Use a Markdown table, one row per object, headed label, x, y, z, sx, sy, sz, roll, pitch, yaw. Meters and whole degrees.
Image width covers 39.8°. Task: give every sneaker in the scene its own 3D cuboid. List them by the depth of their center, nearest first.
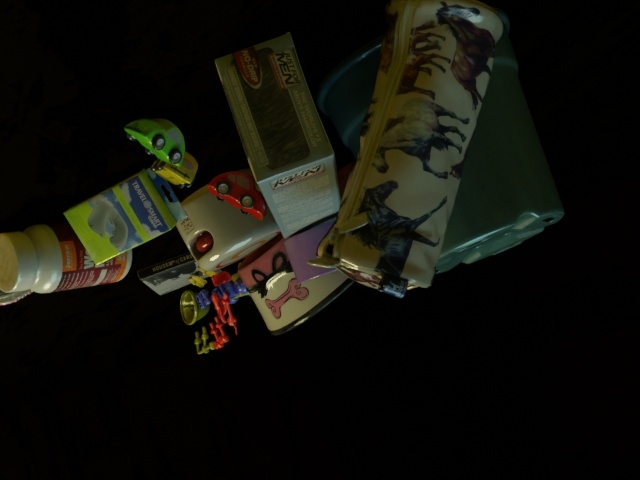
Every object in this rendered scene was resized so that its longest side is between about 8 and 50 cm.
| label | x | y | z | sx | sy | sz | roll | pitch | yaw |
| --- | --- | --- | --- | --- | --- | --- | --- | --- | --- |
| sneaker | -0.551 | 0.055 | 1.650 | 0.063 | 0.074 | 0.170 | 2 | -155 | 34 |

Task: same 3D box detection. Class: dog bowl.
| label | x | y | z | sx | sy | sz | roll | pitch | yaw |
| --- | --- | --- | --- | --- | --- | --- | --- | --- | --- |
| dog bowl | 0.000 | 0.000 | 1.809 | 0.408 | 0.150 | 0.408 | -41 | -172 | 7 |

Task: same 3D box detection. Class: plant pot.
| label | x | y | z | sx | sy | sz | roll | pitch | yaw |
| --- | --- | --- | --- | --- | --- | --- | --- | --- | --- |
| plant pot | 0.209 | -0.141 | 1.421 | 0.341 | 0.334 | 0.341 | -21 | 168 | -5 |

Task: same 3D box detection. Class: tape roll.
| label | x | y | z | sx | sy | sz | roll | pitch | yaw |
| --- | --- | --- | --- | --- | --- | --- | --- | --- | --- |
| tape roll | 0.036 | 0.007 | 1.524 | 0.189 | 0.080 | 0.189 | -19 | 178 | -1 |

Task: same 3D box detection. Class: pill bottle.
| label | x | y | z | sx | sy | sz | roll | pitch | yaw |
| --- | --- | --- | --- | --- | --- | --- | --- | --- | --- |
| pill bottle | -0.452 | 0.027 | 1.546 | 0.221 | 0.121 | 0.121 | -8 | 163 | -48 |

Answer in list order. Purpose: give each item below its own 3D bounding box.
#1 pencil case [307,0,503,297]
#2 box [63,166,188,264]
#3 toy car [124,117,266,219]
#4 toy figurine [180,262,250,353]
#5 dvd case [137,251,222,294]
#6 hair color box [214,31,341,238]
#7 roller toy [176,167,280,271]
| label | x | y | z | sx | sy | sz | roll | pitch | yaw |
| --- | --- | --- | --- | --- | --- | --- | --- | --- | --- |
| pencil case | 0.118 | -0.133 | 1.195 | 0.160 | 0.410 | 0.183 | 17 | -177 | 36 |
| box | -0.326 | -0.042 | 1.479 | 0.178 | 0.109 | 0.042 | -25 | -165 | 18 |
| toy car | -0.203 | -0.125 | 1.321 | 0.053 | 0.239 | 0.225 | -61 | 146 | -11 |
| toy figurine | -0.210 | 0.151 | 2.278 | 0.217 | 0.191 | 0.362 | -22 | 171 | -27 |
| dvd case | -0.344 | 0.077 | 2.198 | 0.179 | 0.029 | 0.238 | -20 | 169 | -4 |
| hair color box | -0.051 | -0.139 | 1.331 | 0.114 | 0.185 | 0.374 | -20 | 168 | -1 |
| roller toy | -0.171 | -0.044 | 1.652 | 0.191 | 0.146 | 0.209 | -30 | 176 | 4 |
